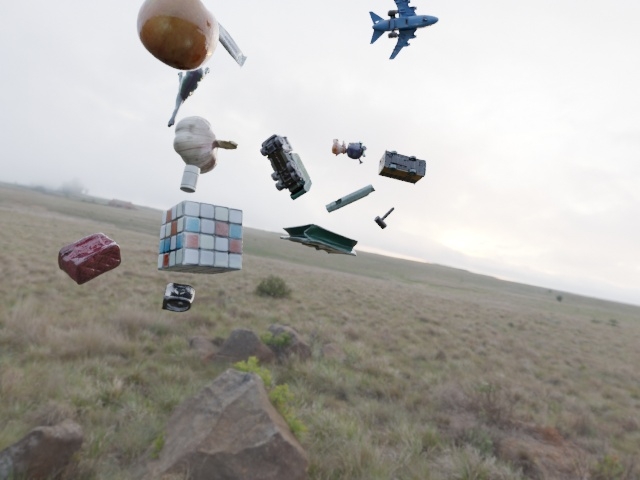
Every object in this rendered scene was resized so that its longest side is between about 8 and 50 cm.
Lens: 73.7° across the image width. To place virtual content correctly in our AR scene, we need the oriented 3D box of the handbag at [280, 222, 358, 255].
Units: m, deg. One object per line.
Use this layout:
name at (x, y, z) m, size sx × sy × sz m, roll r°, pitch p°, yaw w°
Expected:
handbag at (0.001, -0.001, 2.011) m, size 0.327 × 0.089 × 0.239 m, roll 17°, pitch -10°, yaw -40°

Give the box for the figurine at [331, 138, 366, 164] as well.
figurine at (0.153, -0.478, 2.278) m, size 0.195 × 0.102 × 0.111 m, roll 6°, pitch -41°, yaw 10°

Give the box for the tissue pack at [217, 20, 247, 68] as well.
tissue pack at (-0.399, -0.858, 1.873) m, size 0.026 × 0.122 × 0.193 m, roll -26°, pitch -53°, yaw 23°

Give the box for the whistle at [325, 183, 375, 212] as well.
whistle at (0.176, -0.248, 2.528) m, size 0.312 × 0.062 × 0.062 m, roll -23°, pitch -12°, yaw 17°

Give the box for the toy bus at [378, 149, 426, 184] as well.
toy bus at (0.339, -0.301, 1.779) m, size 0.182 × 0.091 × 0.103 m, roll 12°, pitch -24°, yaw -9°

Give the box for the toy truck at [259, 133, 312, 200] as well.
toy truck at (-0.128, -0.284, 1.660) m, size 0.114 × 0.253 × 0.124 m, roll -28°, pitch -5°, yaw 30°

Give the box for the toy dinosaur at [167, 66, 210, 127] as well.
toy dinosaur at (-0.629, -0.759, 2.069) m, size 0.130 × 0.383 × 0.330 m, roll 26°, pitch 32°, yaw -28°

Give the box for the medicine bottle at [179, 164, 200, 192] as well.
medicine bottle at (-0.468, -0.220, 1.532) m, size 0.057 × 0.089 × 0.057 m, roll 6°, pitch -15°, yaw 2°

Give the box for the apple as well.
apple at (-0.438, -0.666, 1.341) m, size 0.254 × 0.253 × 0.253 m, roll 11°, pitch -1°, yaw 0°

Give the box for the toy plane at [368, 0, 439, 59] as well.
toy plane at (0.322, -0.849, 1.672) m, size 0.272 × 0.253 × 0.105 m, roll 6°, pitch 23°, yaw 28°

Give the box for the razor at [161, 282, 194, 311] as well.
razor at (-0.429, 0.175, 1.292) m, size 0.090 × 0.054 × 0.148 m, roll 7°, pitch 10°, yaw -16°

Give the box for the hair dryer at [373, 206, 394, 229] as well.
hair dryer at (0.224, -0.082, 1.451) m, size 0.047 × 0.083 × 0.026 m, roll 45°, pitch -6°, yaw -15°

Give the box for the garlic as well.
garlic at (-0.455, -0.389, 1.733) m, size 0.254 × 0.244 × 0.245 m, roll -4°, pitch -2°, yaw 7°

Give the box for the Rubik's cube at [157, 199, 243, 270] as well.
Rubik's cube at (-0.480, -0.002, 1.718) m, size 0.259 × 0.253 × 0.256 m, roll 7°, pitch -12°, yaw -39°

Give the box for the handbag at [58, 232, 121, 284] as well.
handbag at (-0.962, 0.070, 1.783) m, size 0.135 × 0.146 × 0.225 m, roll 32°, pitch 39°, yaw 16°
